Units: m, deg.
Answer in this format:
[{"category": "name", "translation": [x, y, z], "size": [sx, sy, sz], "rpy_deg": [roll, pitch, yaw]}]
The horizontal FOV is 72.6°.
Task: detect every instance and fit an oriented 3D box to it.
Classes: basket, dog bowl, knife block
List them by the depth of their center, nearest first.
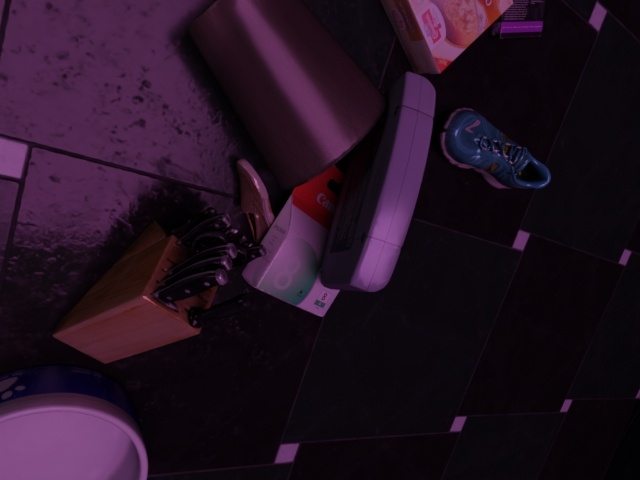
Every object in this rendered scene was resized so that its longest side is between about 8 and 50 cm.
[{"category": "knife block", "translation": [-0.197, 0.077, 0.534], "size": [0.276, 0.242, 0.088], "rpy_deg": [-48, 122, -6]}, {"category": "basket", "translation": [-0.048, -0.220, 0.574], "size": [0.204, 0.154, 0.227], "rpy_deg": [-45, 119, -10]}, {"category": "dog bowl", "translation": [-0.382, 0.311, 0.594], "size": [0.264, 0.104, 0.265], "rpy_deg": [-10, 112, -27]}]

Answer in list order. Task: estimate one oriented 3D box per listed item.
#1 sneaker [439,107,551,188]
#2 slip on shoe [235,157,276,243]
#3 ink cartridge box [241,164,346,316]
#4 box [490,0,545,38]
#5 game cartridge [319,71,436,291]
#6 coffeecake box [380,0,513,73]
[{"category": "sneaker", "translation": [0.337, -0.169, 0.827], "size": [0.275, 0.110, 0.107], "rpy_deg": [18, 98, -32]}, {"category": "slip on shoe", "translation": [-0.103, -0.056, 0.657], "size": [0.041, 0.051, 0.136], "rpy_deg": [-31, 128, -19]}, {"category": "ink cartridge box", "translation": [0.000, 0.000, 0.708], "size": [0.181, 0.056, 0.225], "rpy_deg": [34, 90, -48]}, {"category": "box", "translation": [0.362, -0.455, 0.789], "size": [0.115, 0.029, 0.162], "rpy_deg": [-14, 115, -26]}, {"category": "game cartridge", "translation": [0.078, -0.072, 0.622], "size": [0.062, 0.198, 0.298], "rpy_deg": [18, 81, -17]}, {"category": "coffeecake box", "translation": [0.205, -0.386, 0.701], "size": [0.185, 0.068, 0.142], "rpy_deg": [-44, 123, -8]}]
